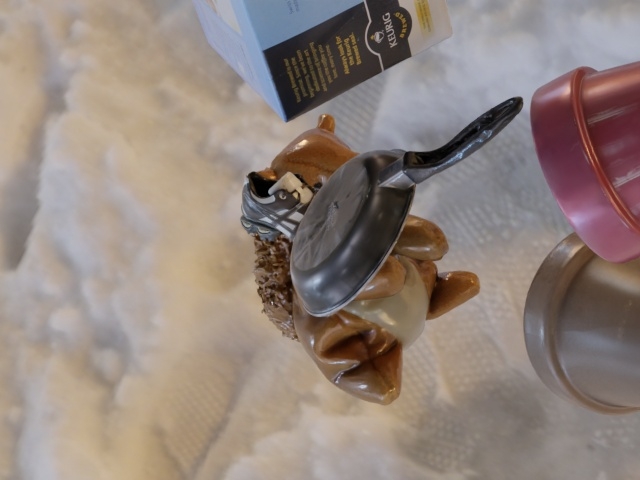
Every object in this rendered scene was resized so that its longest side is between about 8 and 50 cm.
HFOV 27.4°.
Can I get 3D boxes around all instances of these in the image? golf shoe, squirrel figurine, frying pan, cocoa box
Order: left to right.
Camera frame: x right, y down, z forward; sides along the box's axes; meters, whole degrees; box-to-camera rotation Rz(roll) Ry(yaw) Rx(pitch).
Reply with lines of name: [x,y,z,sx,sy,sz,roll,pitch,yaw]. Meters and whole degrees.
cocoa box: [-0.037,-0.352,1.416,0.228,0.347,0.231,-29,42,-11]
golf shoe: [-0.024,-0.041,1.756,0.198,0.094,0.077,10,36,25]
squirrel figurine: [0.000,0.000,2.025,0.281,0.370,0.397,-44,32,-26]
frying pan: [0.061,-0.028,1.311,0.326,0.053,0.197,-23,42,57]

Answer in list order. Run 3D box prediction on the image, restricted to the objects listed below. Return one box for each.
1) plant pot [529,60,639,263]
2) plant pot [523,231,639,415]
plant pot: [0.336,-0.100,1.305,0.180,0.201,0.201,-25,60,31]
plant pot: [0.430,0.115,1.694,0.263,0.263,0.229,-62,24,-5]
